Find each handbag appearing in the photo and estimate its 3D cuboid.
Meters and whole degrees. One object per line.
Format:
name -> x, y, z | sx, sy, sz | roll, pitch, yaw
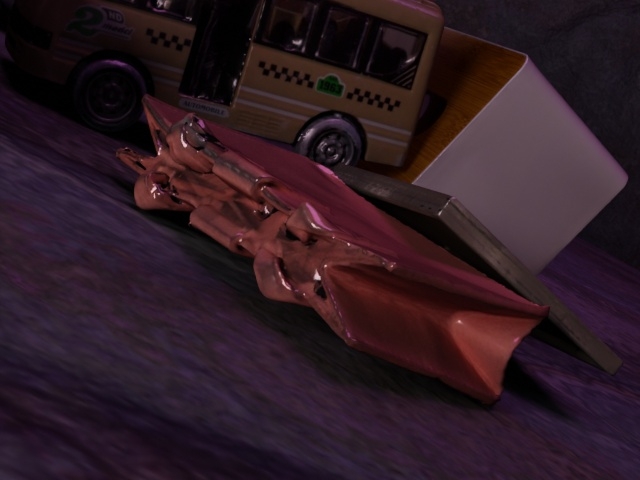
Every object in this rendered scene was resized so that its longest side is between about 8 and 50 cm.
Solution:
handbag -> 0.000, 0.000, 0.536 | 0.157, 0.059, 0.212 | 20, 12, -47

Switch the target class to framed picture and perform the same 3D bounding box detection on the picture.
framed picture -> 0.088, 0.011, 0.649 | 0.150, 0.015, 0.203 | 42, -4, -18

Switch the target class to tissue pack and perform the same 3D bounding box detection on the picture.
tissue pack -> 0.119, -0.072, 0.878 | 0.136, 0.159, 0.246 | 42, 4, -21

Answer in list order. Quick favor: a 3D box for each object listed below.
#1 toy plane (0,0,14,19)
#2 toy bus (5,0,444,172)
toy plane -> -0.209, -0.234, 0.947 | 0.252, 0.118, 0.252 | 40, 24, -22
toy bus -> -0.065, -0.149, 0.732 | 0.289, 0.157, 0.139 | 12, 16, -25
